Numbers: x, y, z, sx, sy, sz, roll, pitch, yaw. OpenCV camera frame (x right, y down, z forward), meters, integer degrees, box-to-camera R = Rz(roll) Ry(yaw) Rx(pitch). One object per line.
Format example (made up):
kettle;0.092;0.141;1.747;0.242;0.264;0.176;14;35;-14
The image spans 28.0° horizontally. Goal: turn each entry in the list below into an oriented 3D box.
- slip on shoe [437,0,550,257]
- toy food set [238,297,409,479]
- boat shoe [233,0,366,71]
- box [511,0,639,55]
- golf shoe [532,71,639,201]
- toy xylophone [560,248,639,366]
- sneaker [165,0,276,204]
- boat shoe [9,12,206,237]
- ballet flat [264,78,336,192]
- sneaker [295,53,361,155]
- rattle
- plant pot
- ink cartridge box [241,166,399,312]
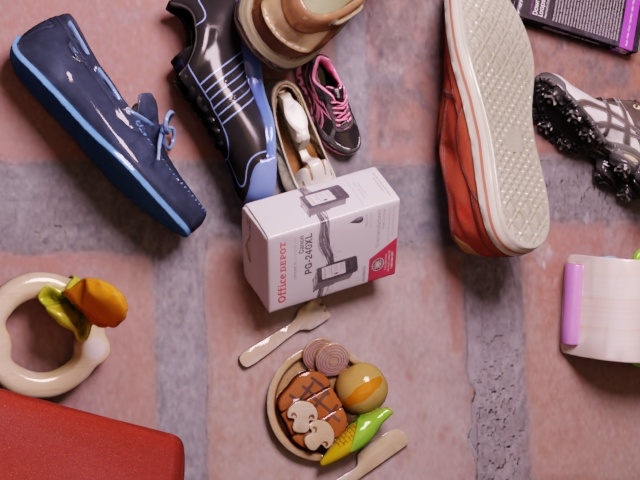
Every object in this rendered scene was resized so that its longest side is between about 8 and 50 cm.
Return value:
slip on shoe;0.171;-0.137;1.398;0.123;0.101;0.331;6;72;-39
toy food set;0.008;0.169;1.358;0.132;0.038;0.192;-35;98;-17
boat shoe;0.037;-0.307;1.326;0.122;0.120;0.324;40;60;-18
box;0.302;-0.291;1.488;0.162;0.029;0.116;14;82;-18
golf shoe;0.319;-0.136;1.468;0.198;0.077;0.094;41;65;-19
toy xylophone;0.437;0.053;1.476;0.322;0.081;0.236;12;90;-18
sneaker;-0.104;-0.146;1.322;0.090;0.081;0.232;-7;82;-17
boat shoe;-0.194;-0.120;1.274;0.089;0.109;0.258;-44;102;-19
ballet flat;-0.020;-0.091;1.356;0.057;0.052;0.168;-26;95;-18
sneaker;0.013;-0.147;1.369;0.047;0.057;0.119;-28;97;-20
rattle;-0.290;0.108;1.215;0.199;0.143;0.130;-17;111;-24
plant pot;-0.267;0.298;1.132;0.267;0.236;0.267;18;93;-16
ink cartridge box;0.000;0.000;1.325;0.150;0.063;0.109;-17;135;-19
